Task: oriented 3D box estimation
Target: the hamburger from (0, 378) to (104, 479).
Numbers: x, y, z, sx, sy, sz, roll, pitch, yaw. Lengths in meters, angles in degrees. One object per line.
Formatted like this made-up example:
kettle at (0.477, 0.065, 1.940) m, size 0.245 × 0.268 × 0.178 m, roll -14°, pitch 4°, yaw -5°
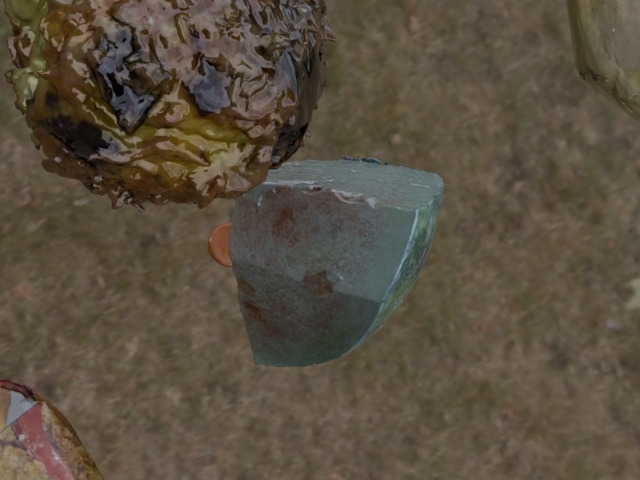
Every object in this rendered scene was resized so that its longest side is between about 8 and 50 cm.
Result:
hamburger at (-0.225, 0.192, 0.916) m, size 0.231 × 0.107 × 0.231 m, roll 13°, pitch 59°, yaw -23°

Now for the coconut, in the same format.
coconut at (0.369, -0.218, 1.354) m, size 0.259 × 0.259 × 0.259 m, roll 20°, pitch 60°, yaw -39°

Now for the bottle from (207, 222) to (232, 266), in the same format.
bottle at (-0.139, 0.005, 2.187) m, size 0.069 × 0.187 × 0.069 m, roll 0°, pitch 92°, yaw -3°

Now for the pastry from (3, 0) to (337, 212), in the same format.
pastry at (-0.146, -0.190, 1.427) m, size 0.337 × 0.292 × 0.405 m, roll 8°, pitch 26°, yaw -25°

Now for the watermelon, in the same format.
watermelon at (0.000, 0.000, 1.806) m, size 0.258 × 0.387 × 0.228 m, roll 37°, pitch 49°, yaw -10°
